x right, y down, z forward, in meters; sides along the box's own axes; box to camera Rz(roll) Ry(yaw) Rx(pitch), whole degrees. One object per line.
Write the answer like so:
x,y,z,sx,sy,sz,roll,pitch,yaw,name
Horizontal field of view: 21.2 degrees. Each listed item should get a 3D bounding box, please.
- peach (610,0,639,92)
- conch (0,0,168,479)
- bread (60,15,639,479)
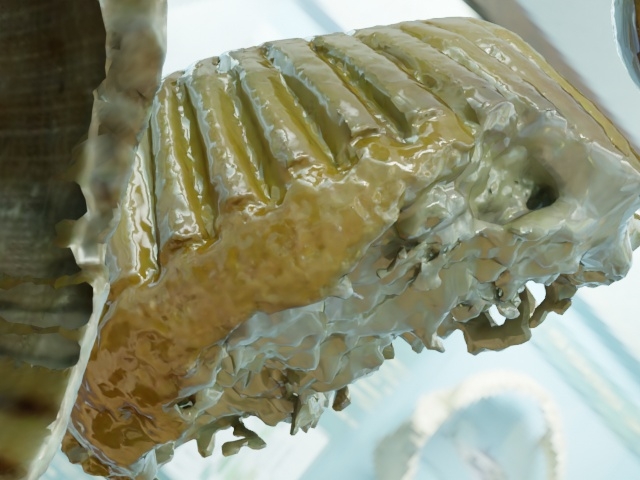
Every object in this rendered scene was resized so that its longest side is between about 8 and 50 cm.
0.322,-0.153,1.171,0.235,0.214,0.214,32,-18,15,peach
-0.164,-0.034,0.407,0.186,0.263,0.324,25,-65,59,conch
0.000,0.000,0.732,0.274,0.274,0.149,91,-27,-70,bread
